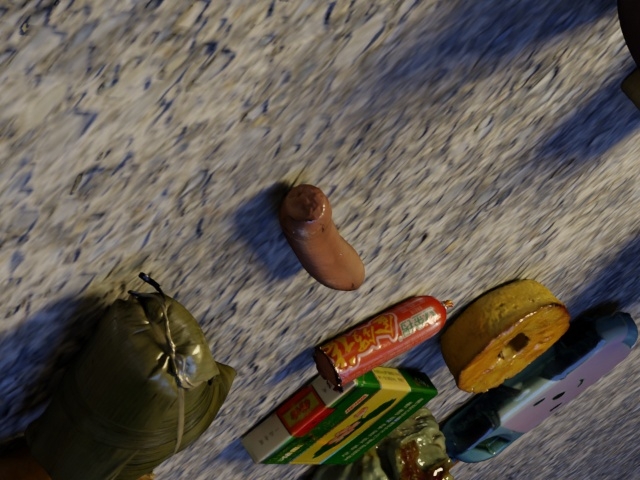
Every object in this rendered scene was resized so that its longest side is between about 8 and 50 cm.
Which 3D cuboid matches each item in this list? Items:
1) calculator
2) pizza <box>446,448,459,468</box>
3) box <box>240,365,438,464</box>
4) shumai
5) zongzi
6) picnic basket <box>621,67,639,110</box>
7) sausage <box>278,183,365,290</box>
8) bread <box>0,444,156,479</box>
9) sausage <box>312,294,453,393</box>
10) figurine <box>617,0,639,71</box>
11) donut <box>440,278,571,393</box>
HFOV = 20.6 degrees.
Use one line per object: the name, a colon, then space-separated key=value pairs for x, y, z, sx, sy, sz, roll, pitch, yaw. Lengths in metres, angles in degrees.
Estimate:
calculator: x=0.263 y=0.182 z=2.141 sx=0.293 sy=0.051 sz=0.173 roll=-39 pitch=161 yaw=10
pizza: x=0.157 y=0.281 z=2.239 sx=0.099 sy=0.029 sz=0.100 roll=-32 pitch=164 yaw=-33
box: x=0.024 y=0.175 z=1.759 sx=0.132 sy=0.034 sz=0.235 roll=-40 pitch=160 yaw=15
shumai: x=0.092 y=0.282 z=1.958 sx=0.184 sy=0.142 sz=0.184 roll=-28 pitch=157 yaw=-13
zongzi: x=-0.094 y=0.086 z=1.277 sx=0.204 sy=0.094 sz=0.205 roll=-23 pitch=157 yaw=-42
picnic basket: x=0.402 y=-0.150 z=1.463 sx=0.267 sy=0.139 sz=0.165 roll=-44 pitch=159 yaw=25
sausage: x=0.000 y=0.000 z=1.305 sx=0.043 sy=0.043 sz=0.186 roll=-35 pitch=160 yaw=-2
bread: x=-0.222 y=0.249 z=1.320 sx=0.250 sy=0.179 sz=0.133 roll=-19 pitch=151 yaw=-37
sausage: x=0.064 y=0.088 z=1.603 sx=0.145 sy=0.050 sz=0.048 roll=-26 pitch=117 yaw=-23
figurine: x=0.368 y=-0.206 z=1.185 sx=0.365 sy=0.206 sz=0.218 roll=-47 pitch=172 yaw=25
donut: x=0.185 y=0.095 z=1.800 sx=0.152 sy=0.058 sz=0.152 roll=-31 pitch=159 yaw=-13
